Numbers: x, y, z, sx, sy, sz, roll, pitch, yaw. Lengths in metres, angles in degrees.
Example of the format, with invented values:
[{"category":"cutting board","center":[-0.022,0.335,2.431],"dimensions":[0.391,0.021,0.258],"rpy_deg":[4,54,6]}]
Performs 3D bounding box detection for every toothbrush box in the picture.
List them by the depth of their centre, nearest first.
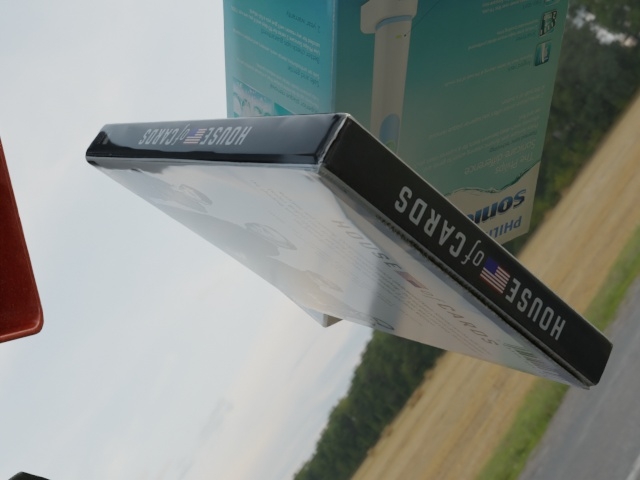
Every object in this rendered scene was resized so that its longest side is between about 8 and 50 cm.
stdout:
[{"category":"toothbrush box","center":[0.053,-0.118,0.652],"dimensions":[0.216,0.126,0.296],"rpy_deg":[-23,-50,-31]}]

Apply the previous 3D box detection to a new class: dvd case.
[{"category":"dvd case","center":[0.000,0.000,0.459],"dimensions":[0.238,0.179,0.030],"rpy_deg":[9,66,56]}]

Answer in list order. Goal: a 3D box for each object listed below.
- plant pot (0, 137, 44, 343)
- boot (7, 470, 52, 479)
[{"category":"plant pot","center":[-0.392,-0.021,0.652],"dimensions":[0.235,0.267,0.267],"rpy_deg":[-14,-1,12]},{"category":"boot","center":[-0.198,0.233,0.495],"dimensions":[0.137,0.076,0.198],"rpy_deg":[-38,30,47]}]
